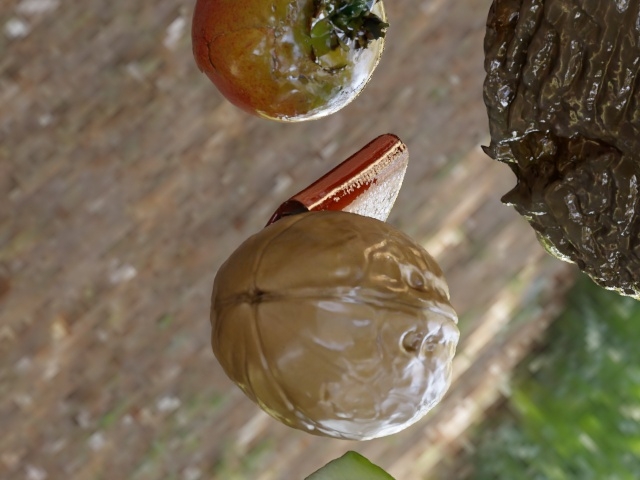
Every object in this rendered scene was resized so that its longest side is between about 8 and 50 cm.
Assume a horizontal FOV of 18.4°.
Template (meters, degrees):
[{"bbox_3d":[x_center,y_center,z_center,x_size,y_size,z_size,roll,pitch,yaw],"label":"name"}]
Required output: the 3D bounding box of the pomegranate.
[{"bbox_3d":[-0.027,-0.226,2.058,0.210,0.210,0.235,-31,-166,-33],"label":"pomegranate"}]

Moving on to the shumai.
[{"bbox_3d":[0.264,-0.147,1.331,0.283,0.217,0.346,-46,142,-34],"label":"shumai"}]

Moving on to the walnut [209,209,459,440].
[{"bbox_3d":[0.013,0.060,1.423,0.165,0.165,0.197,-46,144,9],"label":"walnut"}]

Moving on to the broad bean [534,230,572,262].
[{"bbox_3d":[0.249,-0.073,1.693,0.189,0.121,0.263,-46,157,-6],"label":"broad bean"}]

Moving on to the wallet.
[{"bbox_3d":[0.000,0.000,1.599,0.204,0.045,0.142,-38,153,-60],"label":"wallet"}]

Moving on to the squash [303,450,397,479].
[{"bbox_3d":[-0.051,0.311,1.145,0.309,0.210,0.233,-44,172,25],"label":"squash"}]
